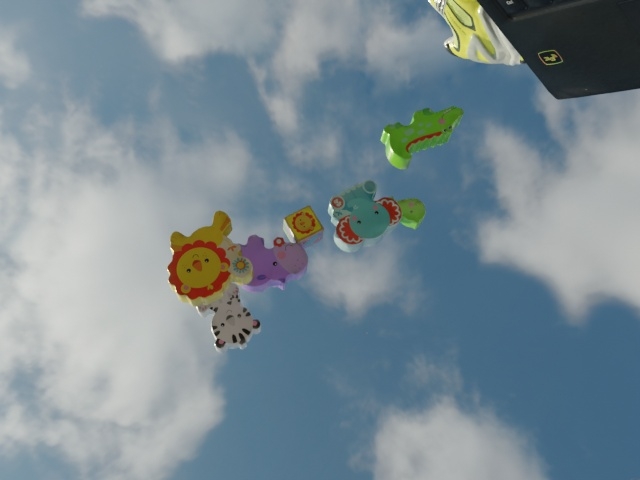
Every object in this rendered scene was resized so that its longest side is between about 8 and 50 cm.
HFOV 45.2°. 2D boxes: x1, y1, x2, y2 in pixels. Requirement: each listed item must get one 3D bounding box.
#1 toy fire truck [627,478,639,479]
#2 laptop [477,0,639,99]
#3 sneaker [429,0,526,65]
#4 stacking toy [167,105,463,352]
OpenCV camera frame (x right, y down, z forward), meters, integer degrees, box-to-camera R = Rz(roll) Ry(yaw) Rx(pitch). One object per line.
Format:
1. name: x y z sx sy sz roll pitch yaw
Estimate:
1. toy fire truck: 0.426 0.474 1.197 0.302 0.254 0.169 -17 -134 -7
2. laptop: 0.090 -0.089 0.230 0.264 0.234 0.136 38 -111 -34
3. sneaker: 0.189 -0.403 1.054 0.147 0.384 0.145 1 -140 36
4. stacking toy: 0.000 0.000 0.559 0.221 0.167 0.052 -28 -106 -12
